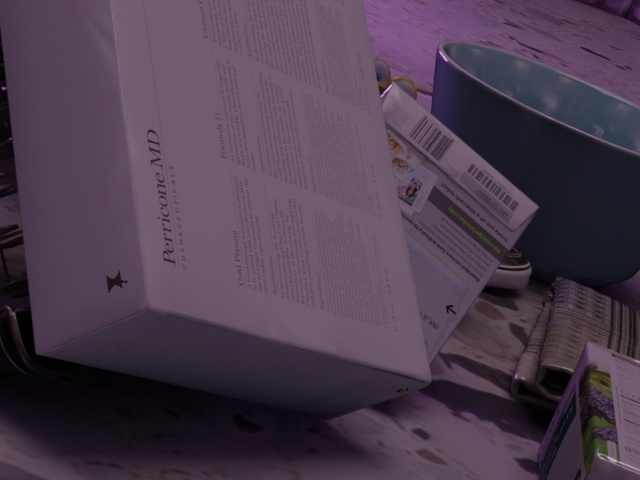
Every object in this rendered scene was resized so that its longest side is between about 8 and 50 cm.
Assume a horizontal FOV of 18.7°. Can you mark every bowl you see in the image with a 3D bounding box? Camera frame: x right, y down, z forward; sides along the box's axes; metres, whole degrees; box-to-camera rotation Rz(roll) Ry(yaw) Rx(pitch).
[{"bbox_3d":[0.227,-0.062,1.911,0.311,0.163,0.311,22,16,-7],"label":"bowl"}]

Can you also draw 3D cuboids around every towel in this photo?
[{"bbox_3d":[0.310,0.145,1.579,0.312,0.056,0.324,27,14,4],"label":"towel"}]

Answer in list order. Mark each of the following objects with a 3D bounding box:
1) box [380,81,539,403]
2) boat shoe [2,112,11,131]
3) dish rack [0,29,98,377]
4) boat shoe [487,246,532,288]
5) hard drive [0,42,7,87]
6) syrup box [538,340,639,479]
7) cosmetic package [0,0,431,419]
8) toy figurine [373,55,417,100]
[{"bbox_3d":[0.051,0.000,1.391,0.145,0.186,0.038,40,-27,-6],"label":"box"},{"bbox_3d":[-0.179,-0.082,1.593,0.170,0.059,0.063,26,16,10],"label":"boat shoe"},{"bbox_3d":[-0.176,-0.048,1.198,0.074,0.271,0.208,-18,-5,28],"label":"dish rack"},{"bbox_3d":[0.096,-0.022,1.762,0.219,0.070,0.078,23,16,-2],"label":"boat shoe"},{"bbox_3d":[-0.205,-0.182,1.588,0.339,0.064,0.237,-7,-10,44],"label":"hard drive"},{"bbox_3d":[0.202,0.156,1.283,0.096,0.093,0.237,23,16,-1],"label":"syrup box"},{"bbox_3d":[-0.072,-0.093,1.230,0.284,0.097,0.377,22,53,-53],"label":"cosmetic package"},{"bbox_3d":[0.000,0.000,1.507,0.362,0.191,0.217,36,44,-38],"label":"toy figurine"}]
